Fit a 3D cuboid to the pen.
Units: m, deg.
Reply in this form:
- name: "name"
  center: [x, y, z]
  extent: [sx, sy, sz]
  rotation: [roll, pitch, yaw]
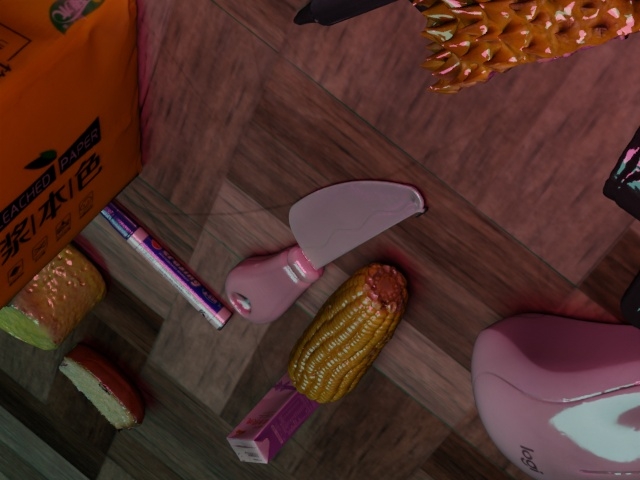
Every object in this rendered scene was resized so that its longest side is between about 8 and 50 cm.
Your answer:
- name: "pen"
  center: [-0.175, 0.020, 1.877]
  extent: [0.204, 0.025, 0.025]
  rotation: [44, 149, -3]

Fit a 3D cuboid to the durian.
- name: "durian"
  center: [0.155, -0.191, 1.168]
  extent: [0.260, 0.154, 0.186]
  rotation: [-30, 75, 39]

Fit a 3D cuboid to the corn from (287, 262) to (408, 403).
- name: "corn"
  center: [0.029, 0.093, 1.690]
  extent: [0.080, 0.080, 0.231]
  rotation: [41, 148, 3]

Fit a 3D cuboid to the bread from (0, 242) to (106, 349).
- name: "bread"
  center: [-0.320, 0.062, 2.006]
  extent: [0.111, 0.114, 0.129]
  rotation: [47, 152, -20]

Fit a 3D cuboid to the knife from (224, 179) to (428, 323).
- name: "knife"
  center: [-0.002, -0.002, 1.664]
  extent: [0.081, 0.043, 0.336]
  rotation: [51, 142, -2]

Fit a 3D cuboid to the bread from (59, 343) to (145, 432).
- name: "bread"
  center: [-0.274, 0.184, 2.171]
  extent: [0.129, 0.044, 0.126]
  rotation: [44, 156, -8]

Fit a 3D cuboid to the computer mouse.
- name: "computer mouse"
  center: [0.250, 0.156, 1.487]
  extent: [0.297, 0.121, 0.184]
  rotation: [15, 138, 39]

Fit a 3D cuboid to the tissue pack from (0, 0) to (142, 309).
- name: "tissue pack"
  center: [-0.359, -0.079, 1.620]
  extent: [0.228, 0.382, 0.293]
  rotation: [33, 148, 19]

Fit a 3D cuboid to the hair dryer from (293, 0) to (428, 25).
- name: "hair dryer"
  center: [0.050, -0.183, 1.369]
  extent: [0.173, 0.050, 0.195]
  rotation: [46, 153, -5]

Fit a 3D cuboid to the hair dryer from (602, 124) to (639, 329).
- name: "hair dryer"
  center: [0.293, 0.014, 1.320]
  extent: [0.197, 0.089, 0.251]
  rotation: [36, 157, 6]

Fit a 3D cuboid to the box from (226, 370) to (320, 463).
- name: "box"
  center: [-0.045, 0.189, 1.850]
  extent: [0.051, 0.117, 0.036]
  rotation: [-5, 123, 48]
